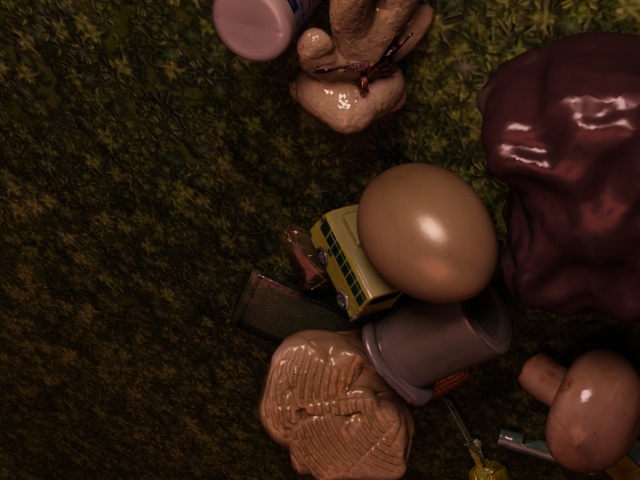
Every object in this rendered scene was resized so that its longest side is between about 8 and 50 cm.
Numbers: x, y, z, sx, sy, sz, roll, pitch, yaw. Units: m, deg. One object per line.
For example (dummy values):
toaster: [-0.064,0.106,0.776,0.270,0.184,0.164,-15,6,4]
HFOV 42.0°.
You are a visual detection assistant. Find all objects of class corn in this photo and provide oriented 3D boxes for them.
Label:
corn: [0.207,0.258,1.545,0.068,0.068,0.207,39,133,-11]

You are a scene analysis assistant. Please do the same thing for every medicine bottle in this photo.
medicine bottle: [-0.053,-0.316,1.054,0.107,0.191,0.107,14,135,15]

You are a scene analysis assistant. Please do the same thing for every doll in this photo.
doll: [0.055,-0.242,1.076,0.175,0.149,0.278,8,146,-5]

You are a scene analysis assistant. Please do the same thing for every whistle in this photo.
whistle: [0.430,0.401,1.585,0.186,0.039,0.039,15,135,14]

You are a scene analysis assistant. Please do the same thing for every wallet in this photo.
wallet: [-0.044,0.149,1.582,0.236,0.055,0.160,24,134,-6]

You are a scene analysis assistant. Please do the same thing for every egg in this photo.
egg: [0.156,-0.011,1.215,0.241,0.186,0.186,48,154,43]

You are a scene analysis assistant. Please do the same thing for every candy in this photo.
candy: [0.301,0.408,1.648,0.073,0.077,0.262,0,124,55]

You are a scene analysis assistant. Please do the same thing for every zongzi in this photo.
zongzi: [0.000,0.000,1.439,0.130,0.062,0.154,-18,106,14]

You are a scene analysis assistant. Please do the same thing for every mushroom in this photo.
mushroom: [0.423,0.267,1.355,0.209,0.206,0.206,27,137,11]

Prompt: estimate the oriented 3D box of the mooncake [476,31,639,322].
mooncake: [0.375,-0.067,1.071,0.351,0.212,0.381,-11,127,26]

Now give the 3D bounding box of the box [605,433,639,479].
box: [0.615,0.368,1.394,0.187,0.047,0.335,44,148,-7]

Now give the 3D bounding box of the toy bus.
toy bus: [0.058,0.030,1.333,0.175,0.088,0.101,64,149,20]

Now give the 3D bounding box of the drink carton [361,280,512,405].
drink carton: [0.203,0.152,1.374,0.190,0.191,0.185,-25,113,33]

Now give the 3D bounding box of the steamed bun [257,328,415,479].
steamed bun: [0.035,0.291,1.523,0.289,0.203,0.276,14,103,-3]
